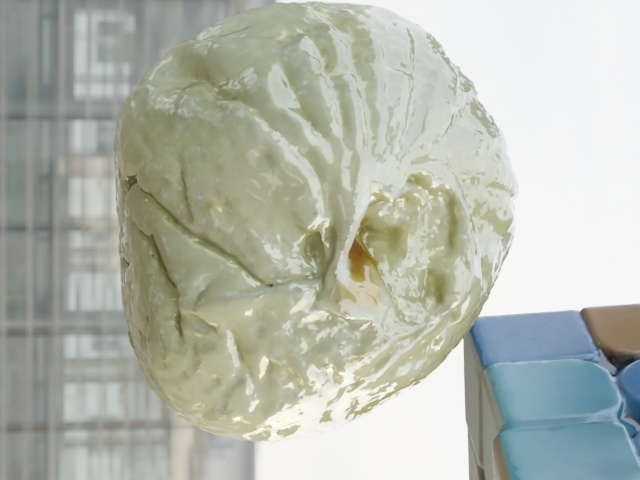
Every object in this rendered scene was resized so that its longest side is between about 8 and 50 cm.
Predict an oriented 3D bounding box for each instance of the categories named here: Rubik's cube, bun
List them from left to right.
[{"bbox_3d":[0.000,0.000,1.318,0.349,0.352,0.227,49,-5,-33],"label":"bun"},{"bbox_3d":[0.319,0.275,1.532,0.344,0.347,0.346,-98,-175,-68],"label":"Rubik's cube"}]
